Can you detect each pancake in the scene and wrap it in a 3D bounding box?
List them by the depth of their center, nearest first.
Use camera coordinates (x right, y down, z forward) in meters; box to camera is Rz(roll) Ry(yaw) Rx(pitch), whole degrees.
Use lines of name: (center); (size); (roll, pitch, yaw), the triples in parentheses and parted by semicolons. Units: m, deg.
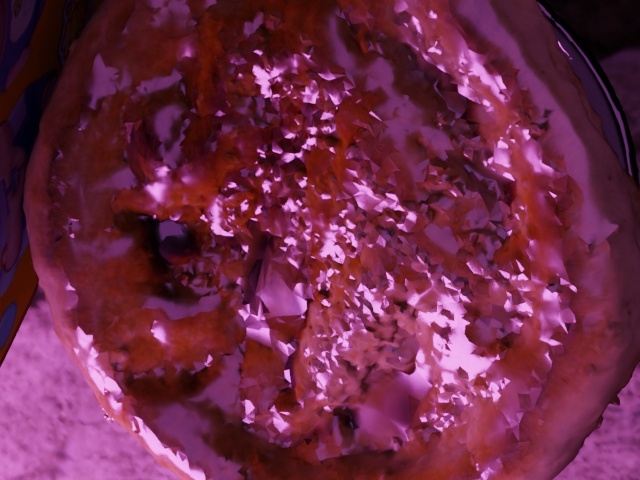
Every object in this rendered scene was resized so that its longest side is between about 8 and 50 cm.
pancake: (0.001, 0.000, 0.829); (0.356, 0.065, 0.356); (5, 105, 19)

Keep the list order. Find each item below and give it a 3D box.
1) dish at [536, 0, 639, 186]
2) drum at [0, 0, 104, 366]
dish: (0.024, -0.017, 0.928); (0.316, 0.106, 0.316); (0, 93, 7)
drum: (-0.271, -0.067, 0.799); (0.214, 0.431, 0.431); (19, 91, 6)
